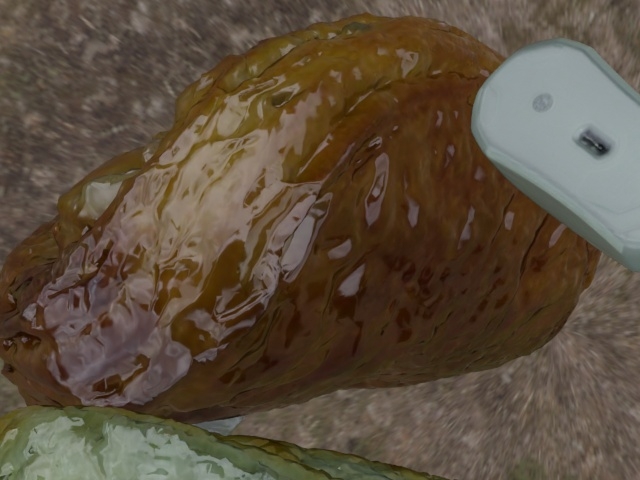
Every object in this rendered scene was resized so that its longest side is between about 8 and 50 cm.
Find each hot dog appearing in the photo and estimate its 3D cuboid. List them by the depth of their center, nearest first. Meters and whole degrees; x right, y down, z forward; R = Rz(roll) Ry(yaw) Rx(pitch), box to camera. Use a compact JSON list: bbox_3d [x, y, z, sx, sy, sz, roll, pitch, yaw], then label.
[{"bbox_3d":[0.000,0.000,0.805,0.267,0.387,0.174,-29,74,35],"label":"hot dog"}]

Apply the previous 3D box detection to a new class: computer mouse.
[{"bbox_3d":[0.102,-0.026,0.520,0.056,0.032,0.110,-44,59,-3],"label":"computer mouse"}]

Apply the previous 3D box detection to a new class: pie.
[{"bbox_3d":[0.001,0.115,0.479,0.248,0.201,0.090,18,75,-17],"label":"pie"}]

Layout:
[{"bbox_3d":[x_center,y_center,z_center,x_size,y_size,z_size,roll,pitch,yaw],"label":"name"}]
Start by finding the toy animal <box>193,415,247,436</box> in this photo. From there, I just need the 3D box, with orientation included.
[{"bbox_3d":[-0.107,0.152,1.068,0.219,0.095,0.155,-49,114,-16],"label":"toy animal"}]
